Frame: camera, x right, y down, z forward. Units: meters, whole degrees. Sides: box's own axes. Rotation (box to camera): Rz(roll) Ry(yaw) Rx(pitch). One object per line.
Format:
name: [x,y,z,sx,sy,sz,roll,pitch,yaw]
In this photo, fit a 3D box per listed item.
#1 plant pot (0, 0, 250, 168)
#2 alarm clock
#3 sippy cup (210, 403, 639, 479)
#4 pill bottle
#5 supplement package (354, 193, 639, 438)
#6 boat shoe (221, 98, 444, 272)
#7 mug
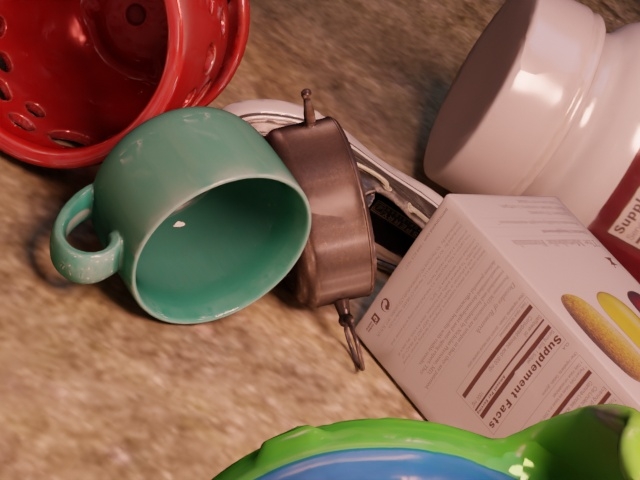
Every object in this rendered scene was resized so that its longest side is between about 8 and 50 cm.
plant pot: [-0.150,-0.153,1.322,0.191,0.191,0.174,38,19,11]
alarm clock: [0.000,0.000,1.311,0.064,0.129,0.192,-16,79,-10]
sippy cup: [0.026,0.210,0.707,0.240,0.305,0.224,4,13,1]
pill bottle: [0.301,-0.044,1.591,0.392,0.224,0.224,28,27,-10]
supplement package: [0.166,0.096,1.301,0.139,0.134,0.244,-1,42,-48]
boat shoe: [0.015,-0.036,1.421,0.219,0.078,0.070,25,26,-19]
mug: [-0.093,-0.027,1.220,0.158,0.129,0.097,20,27,-47]
